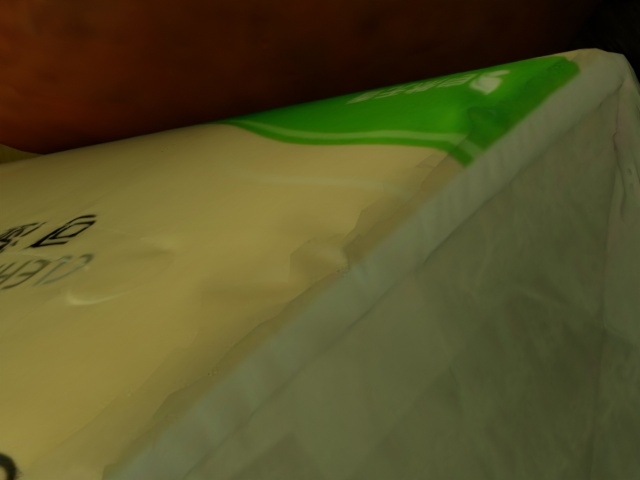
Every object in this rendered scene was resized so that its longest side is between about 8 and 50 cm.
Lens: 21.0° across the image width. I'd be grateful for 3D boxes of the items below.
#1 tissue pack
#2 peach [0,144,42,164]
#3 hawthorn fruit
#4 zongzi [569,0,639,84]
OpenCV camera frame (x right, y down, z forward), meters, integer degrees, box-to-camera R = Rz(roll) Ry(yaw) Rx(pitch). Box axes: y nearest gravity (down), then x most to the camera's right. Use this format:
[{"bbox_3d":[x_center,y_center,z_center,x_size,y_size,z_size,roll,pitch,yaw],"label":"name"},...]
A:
[{"bbox_3d":[-0.094,0.099,0.611,0.405,0.205,0.332,-9,26,45],"label":"tissue pack"},{"bbox_3d":[-0.307,0.038,1.039,0.306,0.242,0.380,-19,21,16],"label":"peach"},{"bbox_3d":[-0.051,-0.259,0.735,0.471,0.472,0.472,-26,19,10],"label":"hawthorn fruit"},{"bbox_3d":[0.189,-0.144,0.951,0.300,0.138,0.286,-8,27,38],"label":"zongzi"}]
